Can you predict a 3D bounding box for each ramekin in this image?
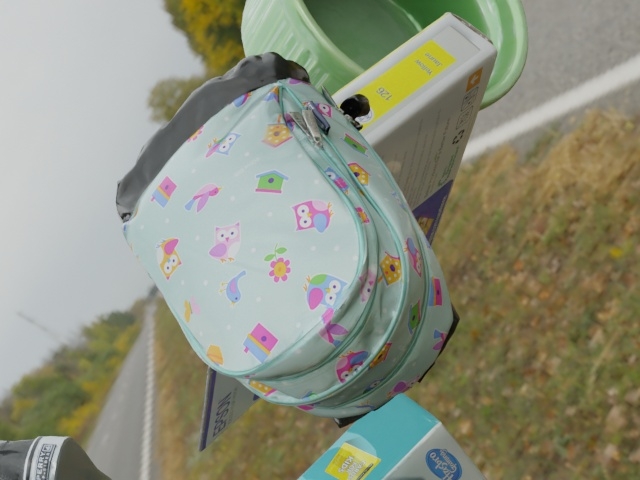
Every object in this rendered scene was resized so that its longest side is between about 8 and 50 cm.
[{"bbox_3d":[0.062,-0.234,1.289,0.148,0.303,0.303,-46,13,51],"label":"ramekin"}]

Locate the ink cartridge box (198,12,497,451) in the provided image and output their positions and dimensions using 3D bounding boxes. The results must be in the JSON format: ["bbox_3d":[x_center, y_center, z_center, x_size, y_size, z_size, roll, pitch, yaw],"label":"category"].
[{"bbox_3d":[0.000,0.000,0.980,0.307,0.072,0.304,-36,-22,-29],"label":"ink cartridge box"}]

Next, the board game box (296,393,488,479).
[{"bbox_3d":[0.017,0.315,0.865,0.336,0.254,0.079,-44,28,-10],"label":"board game box"}]

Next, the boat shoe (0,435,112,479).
[{"bbox_3d":[-0.295,0.301,1.288,0.306,0.104,0.113,77,-163,-61],"label":"boat shoe"}]

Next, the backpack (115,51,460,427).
[{"bbox_3d":[-0.020,0.007,0.589,0.152,0.182,0.115,-47,-35,16],"label":"backpack"}]
